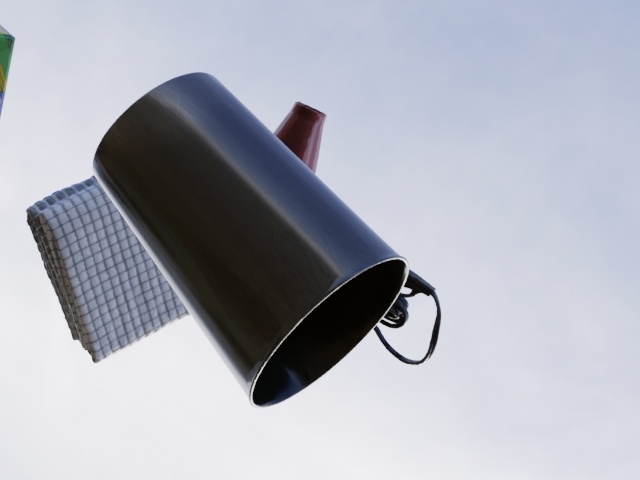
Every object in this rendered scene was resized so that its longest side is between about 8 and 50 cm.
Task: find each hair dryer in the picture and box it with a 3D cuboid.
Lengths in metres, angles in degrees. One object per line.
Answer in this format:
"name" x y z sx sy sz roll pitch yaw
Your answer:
"hair dryer" 0.000 0.000 1.370 0.223 0.080 0.294 -14 -92 13

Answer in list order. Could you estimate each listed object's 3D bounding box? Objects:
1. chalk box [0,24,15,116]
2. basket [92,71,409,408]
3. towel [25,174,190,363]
"chalk box" -0.445 -0.156 1.488 0.132 0.132 0.213 38 -60 49
"basket" -0.062 -0.010 1.029 0.227 0.154 0.204 50 -23 16
"towel" -0.337 0.026 2.170 0.121 0.235 0.284 17 -51 50
